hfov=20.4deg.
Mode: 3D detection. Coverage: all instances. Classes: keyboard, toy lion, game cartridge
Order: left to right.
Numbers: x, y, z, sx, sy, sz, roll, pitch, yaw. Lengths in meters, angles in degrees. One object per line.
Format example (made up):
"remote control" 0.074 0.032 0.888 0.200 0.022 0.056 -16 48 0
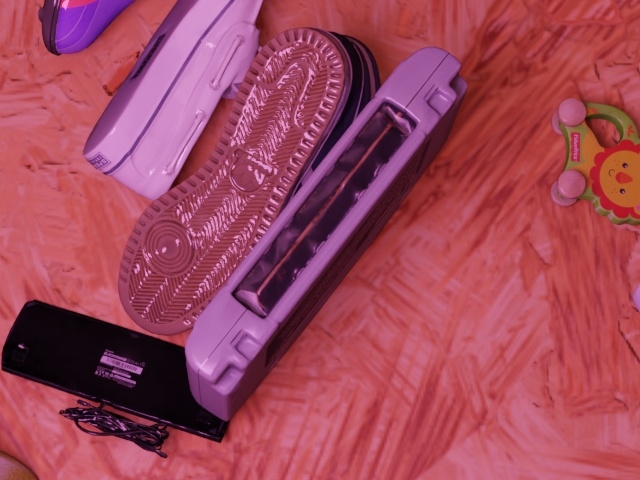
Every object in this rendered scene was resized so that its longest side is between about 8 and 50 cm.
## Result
"keyboard" -0.163 0.118 1.411 0.192 0.038 0.100 18 52 7
"game cartridge" 0.000 0.000 1.349 0.062 0.198 0.297 38 77 2
"toy lion" 0.238 -0.063 1.454 0.096 0.034 0.100 4 74 -5

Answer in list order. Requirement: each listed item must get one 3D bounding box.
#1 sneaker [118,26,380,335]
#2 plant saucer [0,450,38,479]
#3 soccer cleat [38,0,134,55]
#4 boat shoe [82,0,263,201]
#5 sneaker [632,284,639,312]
"sneaker" -0.048 -0.049 1.428 0.099 0.153 0.282 37 108 8
"plant saucer" -0.331 0.185 1.329 0.188 0.045 0.188 26 41 7
"soccer cleat" -0.128 -0.282 1.483 0.116 0.108 0.318 25 73 3
"boat shoe" -0.093 -0.149 1.460 0.084 0.095 0.258 38 79 -18
"sneaker" 0.374 0.019 1.394 0.258 0.094 0.091 -22 71 -6
